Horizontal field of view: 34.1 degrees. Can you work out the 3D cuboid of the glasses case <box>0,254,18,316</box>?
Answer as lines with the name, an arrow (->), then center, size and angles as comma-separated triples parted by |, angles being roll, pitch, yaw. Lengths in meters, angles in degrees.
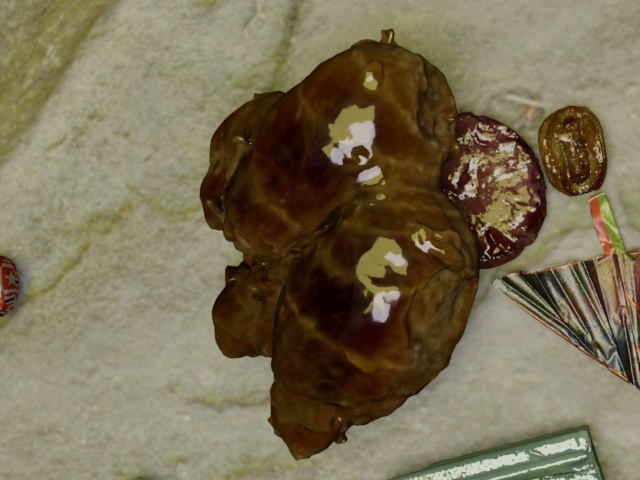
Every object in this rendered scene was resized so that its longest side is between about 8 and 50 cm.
glasses case -> -0.410, 0.060, 1.119 | 0.195, 0.049, 0.073 | -6, 87, 16

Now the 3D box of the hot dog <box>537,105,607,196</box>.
hot dog -> 0.229, -0.082, 0.947 | 0.058, 0.035, 0.083 | -12, 84, 12

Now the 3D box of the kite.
kite -> 0.281, 0.043, 0.936 | 0.241, 0.014, 0.183 | -16, 83, 12

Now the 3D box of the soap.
soap -> 0.160, 0.245, 0.935 | 0.199, 0.063, 0.114 | -17, 81, 15

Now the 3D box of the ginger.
ginger -> 0.004, 0.010, 0.924 | 0.274, 0.152, 0.357 | -10, 87, 27

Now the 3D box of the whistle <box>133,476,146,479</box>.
whistle -> -0.124, 0.329, 1.003 | 0.105, 0.085, 0.227 | -37, 78, 2

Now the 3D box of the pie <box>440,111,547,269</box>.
pie -> 0.135, -0.044, 0.972 | 0.155, 0.036, 0.154 | -1, 87, 16
